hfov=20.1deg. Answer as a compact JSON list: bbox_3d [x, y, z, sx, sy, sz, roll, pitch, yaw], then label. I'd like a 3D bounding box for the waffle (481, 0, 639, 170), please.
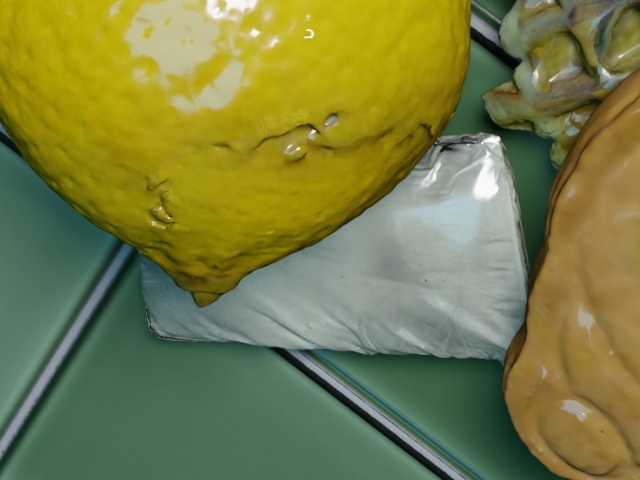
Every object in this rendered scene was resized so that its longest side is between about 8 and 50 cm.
[{"bbox_3d":[0.190,-0.091,0.844,0.223,0.054,0.204,27,119,7],"label":"waffle"}]

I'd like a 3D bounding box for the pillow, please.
[{"bbox_3d":[0.000,0.000,0.960,0.229,0.051,0.128,4,108,22],"label":"pillow"}]

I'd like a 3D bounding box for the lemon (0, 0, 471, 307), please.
[{"bbox_3d":[-0.053,-0.115,0.834,0.228,0.228,0.253,-30,95,29],"label":"lemon"}]

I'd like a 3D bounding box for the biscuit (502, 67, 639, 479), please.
[{"bbox_3d":[0.254,0.020,0.824,0.312,0.057,0.351,36,118,-10],"label":"biscuit"}]
